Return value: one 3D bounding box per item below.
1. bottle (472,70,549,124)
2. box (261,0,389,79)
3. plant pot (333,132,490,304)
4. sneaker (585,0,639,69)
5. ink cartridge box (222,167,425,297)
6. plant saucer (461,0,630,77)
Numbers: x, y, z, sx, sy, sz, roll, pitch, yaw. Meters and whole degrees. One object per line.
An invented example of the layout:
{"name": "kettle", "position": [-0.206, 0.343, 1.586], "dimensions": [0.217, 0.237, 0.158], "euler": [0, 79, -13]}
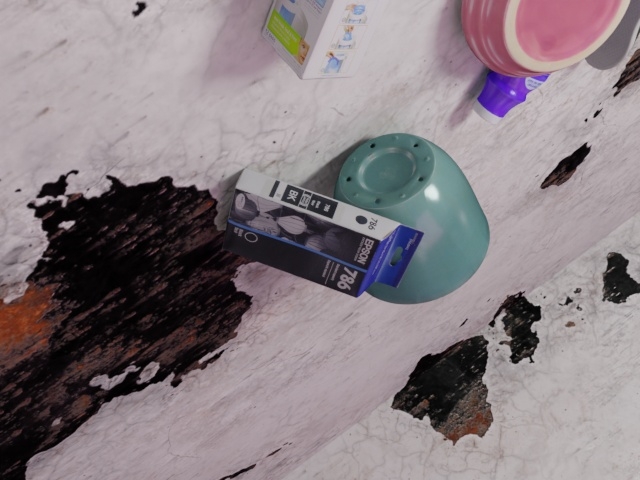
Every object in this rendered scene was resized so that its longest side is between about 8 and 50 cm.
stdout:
{"name": "bottle", "position": [0.409, -0.356, 1.558], "dimensions": [0.118, 0.092, 0.282], "euler": [4, 131, -46]}
{"name": "box", "position": [0.017, -0.337, 1.087], "dimensions": [0.103, 0.114, 0.203], "euler": [-12, 142, -39]}
{"name": "plant pot", "position": [0.158, -0.063, 1.516], "dimensions": [0.293, 0.293, 0.235], "euler": [-35, 138, -6]}
{"name": "sneaker", "position": [0.654, -0.481, 1.659], "dimensions": [0.147, 0.104, 0.295], "euler": [-42, 163, -20]}
{"name": "ink cartridge box", "position": [0.000, 0.000, 1.397], "dimensions": [0.165, 0.333, 0.065], "euler": [108, 0, -45]}
{"name": "plant saucer", "position": [0.407, -0.420, 1.363], "dimensions": [0.332, 0.084, 0.332], "euler": [-14, 134, -15]}
